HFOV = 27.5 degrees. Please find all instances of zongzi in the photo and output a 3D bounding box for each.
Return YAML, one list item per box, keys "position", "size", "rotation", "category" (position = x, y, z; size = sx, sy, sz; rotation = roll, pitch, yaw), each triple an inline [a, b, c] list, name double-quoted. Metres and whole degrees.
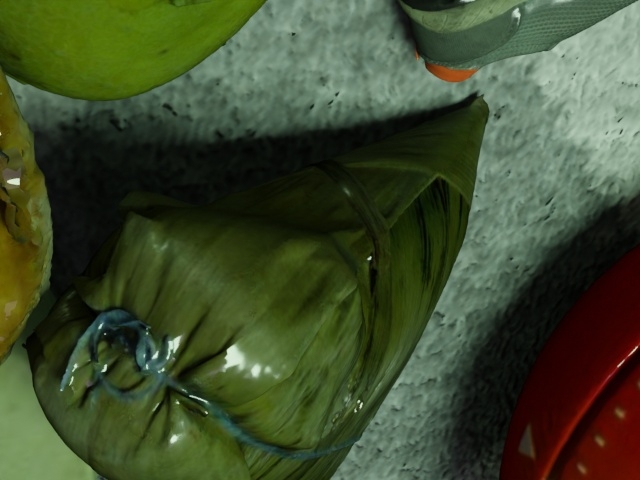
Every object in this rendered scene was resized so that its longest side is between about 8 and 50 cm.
- position: [0.000, 0.000, 0.586]
  size: [0.274, 0.125, 0.251]
  rotation: [-51, 167, -10]
  category: "zongzi"

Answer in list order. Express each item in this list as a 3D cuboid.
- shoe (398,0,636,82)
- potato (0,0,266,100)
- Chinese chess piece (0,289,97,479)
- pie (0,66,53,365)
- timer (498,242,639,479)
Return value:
- position: [0.127, -0.137, 0.654]
  size: [0.194, 0.074, 0.077]
  rotation: [-19, 142, -8]
  category: "shoe"
- position: [-0.069, -0.169, 0.480]
  size: [0.186, 0.148, 0.253]
  rotation: [4, 121, -30]
  category: "potato"
- position: [-0.232, 0.099, 0.631]
  size: [0.250, 0.101, 0.250]
  rotation: [-13, 129, -17]
  category: "Chinese chess piece"
- position: [-0.253, -0.001, 0.454]
  size: [0.315, 0.092, 0.315]
  rotation: [-7, 117, -13]
  category: "pie"
- position: [0.294, 0.143, 0.799]
  size: [0.378, 0.279, 0.378]
  rotation: [-12, 126, -18]
  category: "timer"
